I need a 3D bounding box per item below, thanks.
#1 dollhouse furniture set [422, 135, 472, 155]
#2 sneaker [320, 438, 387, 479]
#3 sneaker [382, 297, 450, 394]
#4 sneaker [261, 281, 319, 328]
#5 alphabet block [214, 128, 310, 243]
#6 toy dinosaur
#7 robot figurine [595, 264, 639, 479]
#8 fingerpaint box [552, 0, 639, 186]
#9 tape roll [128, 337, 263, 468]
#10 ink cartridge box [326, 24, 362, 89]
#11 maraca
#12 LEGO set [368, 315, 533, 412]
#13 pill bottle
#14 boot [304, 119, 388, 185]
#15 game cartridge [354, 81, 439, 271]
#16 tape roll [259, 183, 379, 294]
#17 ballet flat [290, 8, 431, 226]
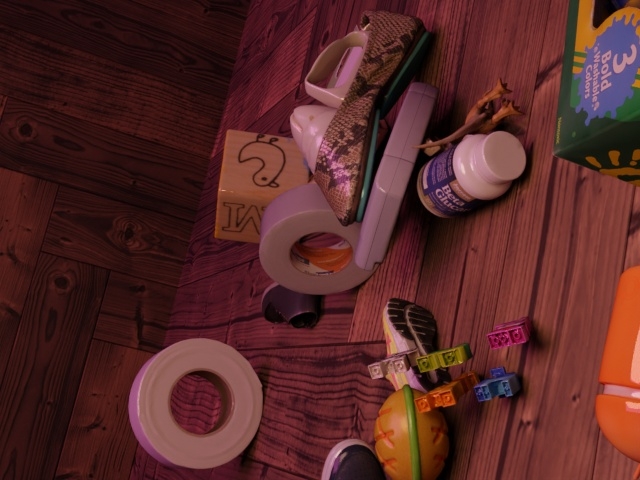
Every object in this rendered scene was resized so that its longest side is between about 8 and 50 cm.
[{"bbox_3d":[0.203,-0.166,1.428,0.081,0.091,0.114,-52,23,14],"label":"dollhouse furniture set"},{"bbox_3d":[0.073,0.409,1.189,0.153,0.099,0.282,-176,81,-72],"label":"sneaker"},{"bbox_3d":[0.124,0.171,1.350,0.208,0.081,0.094,-98,28,-50],"label":"sneaker"},{"bbox_3d":[-0.070,0.148,1.926,0.222,0.083,0.118,131,149,-50],"label":"sneaker"},{"bbox_3d":[-0.131,-0.115,2.085,0.193,0.197,0.192,104,171,-53],"label":"alphabet block"},{"bbox_3d":[0.228,-0.170,1.314,0.112,0.064,0.211,-40,-4,36],"label":"toy dinosaur"},{"bbox_3d":[0.311,0.104,0.794,0.158,0.128,0.219,6,78,44],"label":"robot figurine"},{"bbox_3d":[0.399,-0.309,0.831,0.371,0.163,0.444,151,133,-65],"label":"fingerpaint box"},{"bbox_3d":[-0.273,0.361,2.019,0.100,0.286,0.286,146,137,-63],"label":"tape roll"},{"bbox_3d":[0.079,-0.340,1.964,0.235,0.056,0.171,-97,30,-57],"label":"ink cartridge box"},{"bbox_3d":[0.124,0.285,1.227,0.127,0.099,0.185,-65,-31,-81],"label":"maraca"},{"bbox_3d":[0.186,0.163,1.164,0.227,0.093,0.087,-19,89,36],"label":"LEGO set"},{"bbox_3d":[0.214,-0.095,1.294,0.169,0.094,0.094,149,135,-64],"label":"pill bottle"},{"bbox_3d":[0.040,-0.141,1.743,0.203,0.095,0.262,-61,-10,24],"label":"boot"},{"bbox_3d":[0.125,-0.116,1.460,0.297,0.062,0.198,-67,-11,-45],"label":"game cartridge"},{"bbox_3d":[0.000,0.000,1.635,0.072,0.219,0.219,-92,26,-43],"label":"tape roll"},{"bbox_3d":[0.050,-0.230,1.586,0.164,0.182,0.482,103,-172,-55],"label":"ballet flat"}]
